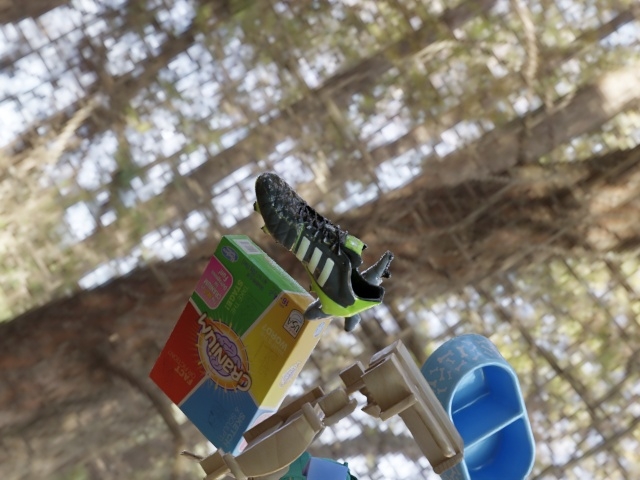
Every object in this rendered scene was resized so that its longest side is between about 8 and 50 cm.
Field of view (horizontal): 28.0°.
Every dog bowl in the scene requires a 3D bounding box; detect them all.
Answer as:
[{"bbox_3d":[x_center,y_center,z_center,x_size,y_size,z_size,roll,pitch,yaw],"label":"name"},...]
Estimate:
[{"bbox_3d":[0.257,0.293,2.064,0.074,0.166,0.297,34,-32,57],"label":"dog bowl"}]

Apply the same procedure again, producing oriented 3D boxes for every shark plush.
[{"bbox_3d":[0.048,0.074,1.823,0.161,0.067,0.073,-31,-124,38],"label":"shark plush"}]

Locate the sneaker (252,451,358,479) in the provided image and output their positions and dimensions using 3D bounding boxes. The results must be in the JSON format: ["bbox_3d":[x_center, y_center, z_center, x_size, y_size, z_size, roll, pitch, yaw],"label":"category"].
[{"bbox_3d":[0.013,0.376,1.870,0.275,0.110,0.107,36,34,-51],"label":"sneaker"}]

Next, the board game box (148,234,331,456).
[{"bbox_3d":[-0.145,0.187,2.245,0.242,0.064,0.317,41,-67,30],"label":"board game box"}]

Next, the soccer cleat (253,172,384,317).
[{"bbox_3d":[0.000,0.000,1.236,0.072,0.060,0.179,-17,-57,30],"label":"soccer cleat"}]

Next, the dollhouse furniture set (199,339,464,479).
[{"bbox_3d":[0.001,0.305,1.735,0.174,0.355,0.303,57,5,2],"label":"dollhouse furniture set"}]

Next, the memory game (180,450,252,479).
[{"bbox_3d":[-0.186,0.444,2.489,0.186,0.012,0.186,21,-13,5],"label":"memory game"}]

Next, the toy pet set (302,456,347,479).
[{"bbox_3d":[0.034,0.278,1.405,0.114,0.065,0.122,17,9,-6],"label":"toy pet set"}]
